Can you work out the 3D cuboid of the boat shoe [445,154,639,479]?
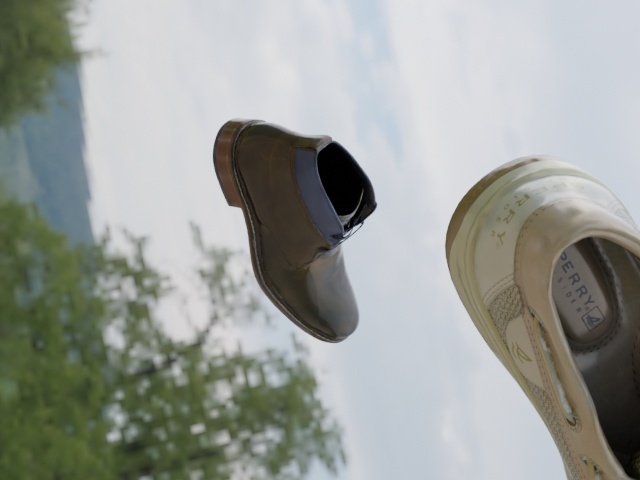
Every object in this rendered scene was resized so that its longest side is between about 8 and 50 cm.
[{"bbox_3d":[0.166,0.095,0.795,0.302,0.109,0.098,54,-3,-22],"label":"boat shoe"}]

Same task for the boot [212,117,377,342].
[{"bbox_3d":[0.000,0.000,1.429,0.106,0.082,0.219,5,-47,46],"label":"boot"}]
